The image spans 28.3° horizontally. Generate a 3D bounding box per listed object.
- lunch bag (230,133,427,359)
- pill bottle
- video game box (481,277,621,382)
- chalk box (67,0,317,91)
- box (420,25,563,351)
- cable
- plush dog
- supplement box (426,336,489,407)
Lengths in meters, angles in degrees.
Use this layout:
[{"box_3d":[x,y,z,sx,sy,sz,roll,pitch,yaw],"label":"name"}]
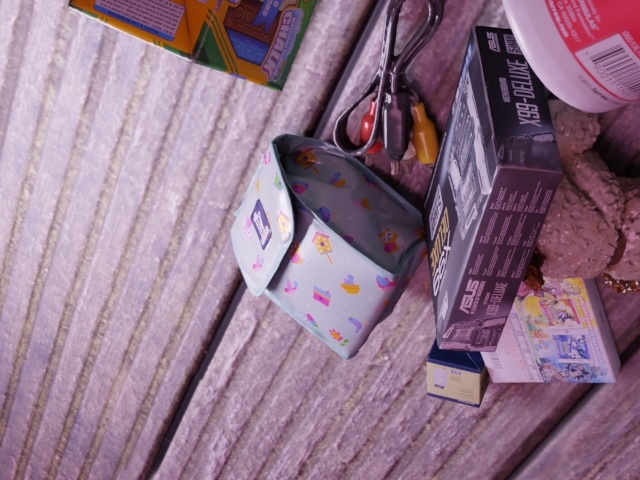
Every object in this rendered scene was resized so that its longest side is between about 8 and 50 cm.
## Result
[{"box_3d":[0.000,0.000,1.745,0.262,0.160,0.223,37,141,8],"label":"lunch bag"},{"box_3d":[0.392,-0.293,1.209,0.407,0.229,0.229,-22,117,40],"label":"pill bottle"},{"box_3d":[0.302,0.113,1.766,0.187,0.048,0.205,-1,129,31],"label":"video game box"},{"box_3d":[-0.116,-0.290,1.458,0.180,0.289,0.179,24,96,23],"label":"chalk box"},{"box_3d":[0.193,-0.056,1.495,0.076,0.242,0.307,5,137,-7],"label":"box"},{"box_3d":[0.090,-0.201,1.594,0.139,0.072,0.287,13,123,17],"label":"cable"},{"box_3d":[0.340,-0.022,1.540,0.225,0.211,0.262,4,135,-6],"label":"plush dog"},{"box_3d":[0.205,0.193,1.884,0.083,0.056,0.083,12,134,18],"label":"supplement box"}]
